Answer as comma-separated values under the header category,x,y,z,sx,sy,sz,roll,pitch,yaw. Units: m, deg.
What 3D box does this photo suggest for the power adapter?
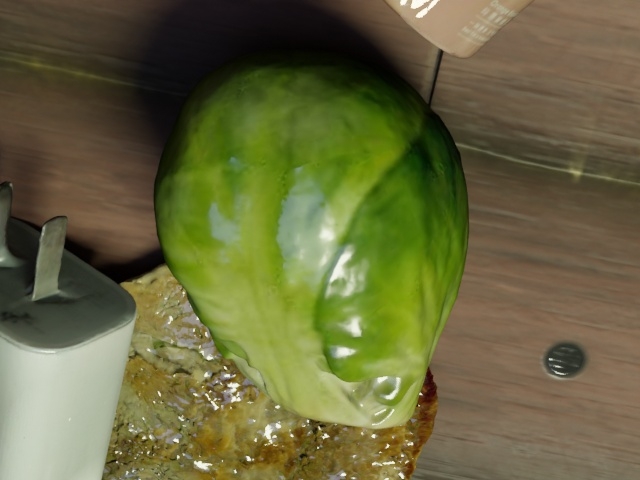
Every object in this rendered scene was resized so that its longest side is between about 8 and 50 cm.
category,x,y,z,sx,sy,sz,roll,pitch,yaw
power adapter,-0.246,0.078,0.876,0.187,0.124,0.255,29,119,23

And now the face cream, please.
category,x,y,z,sx,sy,sz,roll,pitch,yaw
face cream,0.083,-0.205,0.711,0.149,0.149,0.104,41,114,-16

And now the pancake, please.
category,x,y,z,sx,sy,sz,roll,pitch,yaw
pancake,-0.071,0.161,0.965,0.356,0.065,0.356,1,117,3

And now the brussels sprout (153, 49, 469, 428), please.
category,x,y,z,sx,sy,sz,roll,pitch,yaw
brussels sprout,0.000,0.000,0.783,0.210,0.219,0.271,-4,101,11
